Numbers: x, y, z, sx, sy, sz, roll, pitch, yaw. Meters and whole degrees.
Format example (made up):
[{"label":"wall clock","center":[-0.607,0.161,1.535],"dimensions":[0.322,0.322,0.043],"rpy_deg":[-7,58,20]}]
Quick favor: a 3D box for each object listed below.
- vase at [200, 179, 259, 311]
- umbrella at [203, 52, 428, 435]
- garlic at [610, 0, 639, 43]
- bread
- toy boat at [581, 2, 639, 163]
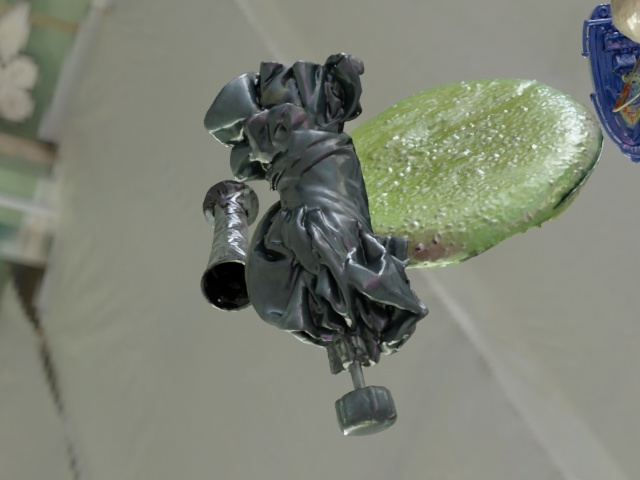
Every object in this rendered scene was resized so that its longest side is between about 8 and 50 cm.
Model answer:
[{"label":"vase","center":[-0.085,0.003,1.814],"dimensions":[0.167,0.059,0.059],"rpy_deg":[-95,-152,-61]},{"label":"umbrella","center":[0.001,-0.001,1.632],"dimensions":[0.143,0.094,0.348],"rpy_deg":[-22,-113,23]},{"label":"garlic","center":[0.323,-0.233,1.669],"dimensions":[0.099,0.174,0.124],"rpy_deg":[19,-70,49]},{"label":"bread","center":[0.122,-0.069,1.796],"dimensions":[0.301,0.301,0.045],"rpy_deg":[-120,-174,-58]},{"label":"toy boat","center":[0.327,-0.168,2.009],"dimensions":[0.110,0.091,0.175],"rpy_deg":[-127,-150,-83]}]
